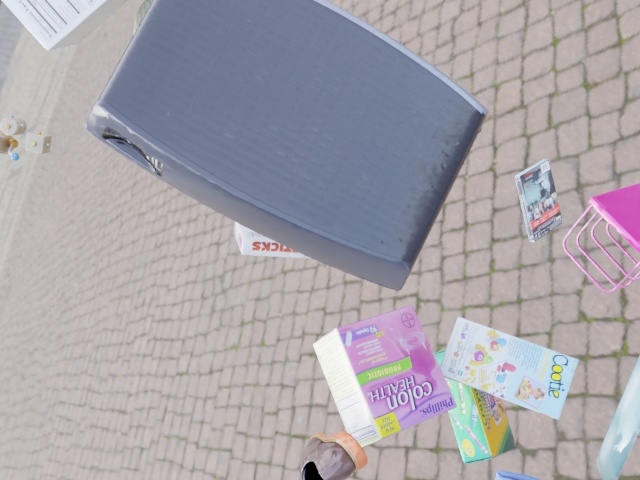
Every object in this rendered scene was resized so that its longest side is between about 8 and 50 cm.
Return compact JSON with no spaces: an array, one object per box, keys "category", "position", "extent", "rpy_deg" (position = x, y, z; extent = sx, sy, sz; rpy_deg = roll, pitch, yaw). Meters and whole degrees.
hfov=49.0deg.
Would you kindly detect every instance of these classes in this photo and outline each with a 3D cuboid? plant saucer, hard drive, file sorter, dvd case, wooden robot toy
[{"category":"plant saucer","position":[0.528,0.261,1.172],"extent":[0.044,0.318,0.317],"rpy_deg":[22,91,25]},{"category":"hard drive","position":[-0.017,-0.089,0.494],"extent":[0.171,0.255,0.054],"rpy_deg":[-63,4,-6]},{"category":"file sorter","position":[0.806,-0.007,1.816],"extent":[0.202,0.291,0.182],"rpy_deg":[55,141,28]},{"category":"dvd case","position":[0.372,-0.069,1.192],"extent":[0.013,0.087,0.119],"rpy_deg":[5,118,52]},{"category":"wooden robot toy","position":[-0.497,-0.162,1.093],"extent":[0.079,0.174,0.076],"rpy_deg":[-63,-31,-78]}]

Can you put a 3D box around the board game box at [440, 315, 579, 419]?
[{"category":"board game box","position":[0.426,0.292,1.623],"extent":[0.276,0.142,0.144],"rpy_deg":[20,84,12]}]

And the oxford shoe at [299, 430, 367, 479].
[{"category":"oxford shoe","position":[-0.006,0.426,1.328],"extent":[0.097,0.098,0.271],"rpy_deg":[52,153,11]}]

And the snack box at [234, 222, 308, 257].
[{"category":"snack box","position":[0.000,0.000,0.752],"extent":[0.064,0.178,0.022],"rpy_deg":[-125,41,-66]}]

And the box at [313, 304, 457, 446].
[{"category":"box","position":[0.137,0.289,1.509],"extent":[0.117,0.214,0.242],"rpy_deg":[-43,64,53]}]

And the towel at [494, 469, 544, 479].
[{"category":"towel","position":[0.356,0.431,1.039],"extent":[0.209,0.285,0.034],"rpy_deg":[12,51,21]}]

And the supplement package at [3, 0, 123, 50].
[{"category":"supplement package","position":[-0.413,-0.490,1.199],"extent":[0.263,0.198,0.199],"rpy_deg":[-37,18,8]}]

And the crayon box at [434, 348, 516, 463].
[{"category":"crayon box","position":[0.390,0.409,1.780],"extent":[0.081,0.165,0.278],"rpy_deg":[-25,70,31]}]

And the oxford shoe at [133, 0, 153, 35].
[{"category":"oxford shoe","position":[-0.211,-0.335,1.178],"extent":[0.449,0.130,0.169],"rpy_deg":[10,104,56]}]
